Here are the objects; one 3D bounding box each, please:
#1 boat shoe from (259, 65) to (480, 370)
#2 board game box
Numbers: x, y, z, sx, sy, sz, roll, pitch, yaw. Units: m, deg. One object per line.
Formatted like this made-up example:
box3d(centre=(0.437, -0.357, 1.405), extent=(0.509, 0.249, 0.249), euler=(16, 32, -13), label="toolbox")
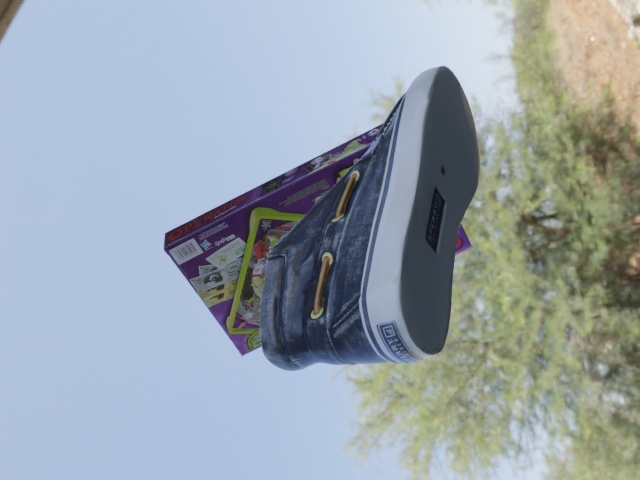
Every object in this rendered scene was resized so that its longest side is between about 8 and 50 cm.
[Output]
box3d(centre=(0.025, -0.017, 0.403), extent=(0.065, 0.083, 0.183), euler=(53, -140, -34), label="boat shoe")
box3d(centre=(0.000, 0.000, 1.036), extent=(0.208, 0.347, 0.056), euler=(61, -172, -27), label="board game box")
